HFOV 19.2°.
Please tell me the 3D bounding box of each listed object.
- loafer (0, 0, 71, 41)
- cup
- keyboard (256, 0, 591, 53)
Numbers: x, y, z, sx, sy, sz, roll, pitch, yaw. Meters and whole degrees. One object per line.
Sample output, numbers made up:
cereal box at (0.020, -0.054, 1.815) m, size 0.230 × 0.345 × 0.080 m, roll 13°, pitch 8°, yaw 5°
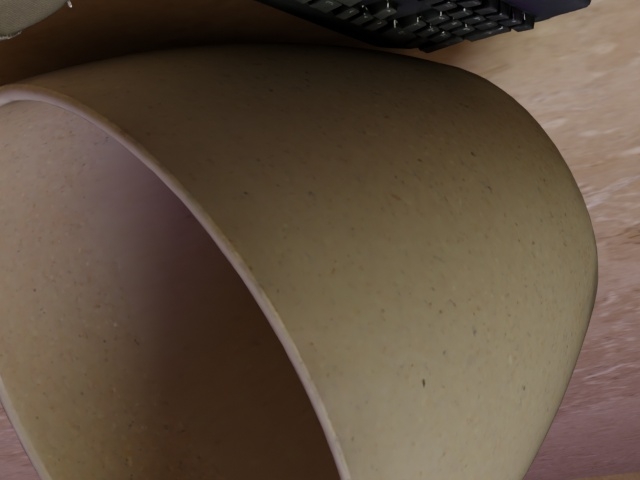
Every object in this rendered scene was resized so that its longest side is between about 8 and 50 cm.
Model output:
loafer at (-0.098, -0.135, 0.619) m, size 0.087 × 0.094 × 0.251 m, roll -19°, pitch 172°, yaw -27°
cup at (0.000, 0.032, 0.958) m, size 0.237 × 0.331 × 0.331 m, roll -29°, pitch 178°, yaw -31°
keyboard at (0.034, -0.137, 0.794) m, size 0.201 × 0.033 × 0.317 m, roll -18°, pitch 164°, yaw 30°
